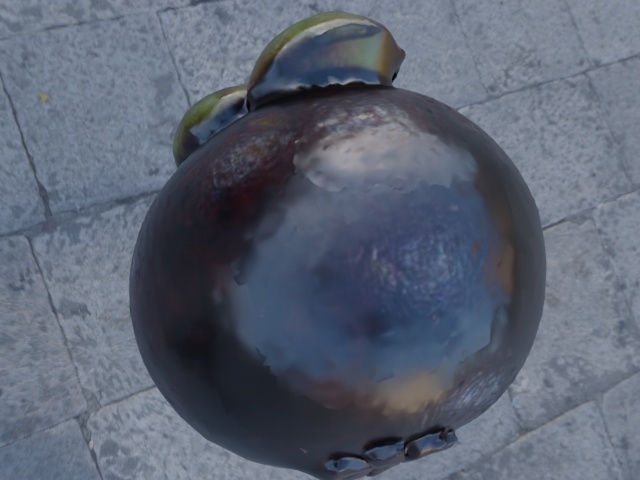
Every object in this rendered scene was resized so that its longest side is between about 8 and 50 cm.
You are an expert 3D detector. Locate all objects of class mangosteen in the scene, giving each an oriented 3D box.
[{"bbox_3d":[0.000,0.000,0.467,0.307,0.306,0.346,-10,65,-21],"label":"mangosteen"}]
